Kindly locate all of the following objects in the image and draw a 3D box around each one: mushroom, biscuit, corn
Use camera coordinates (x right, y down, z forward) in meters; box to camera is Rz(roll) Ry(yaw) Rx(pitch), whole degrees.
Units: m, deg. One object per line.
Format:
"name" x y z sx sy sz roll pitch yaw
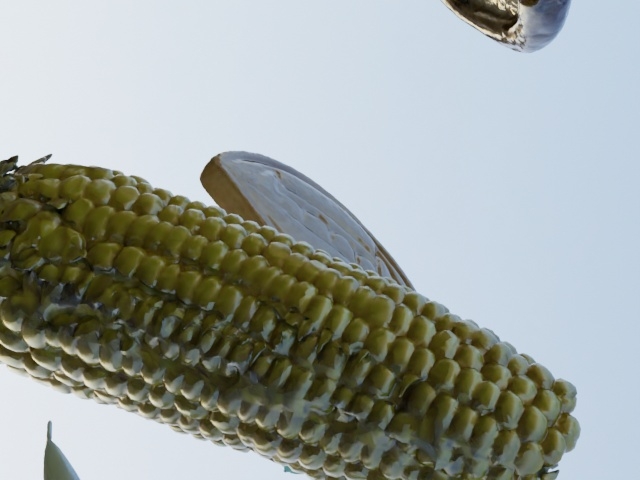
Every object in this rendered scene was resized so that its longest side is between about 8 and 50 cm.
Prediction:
"mushroom" 0.095 -0.156 0.958 0.052 0.123 0.123 -35 -156 -19
"biscuit" 0.000 0.000 1.366 0.029 0.221 0.142 -45 -162 21
"corn" -0.034 0.045 0.838 0.115 0.318 0.115 19 90 -83

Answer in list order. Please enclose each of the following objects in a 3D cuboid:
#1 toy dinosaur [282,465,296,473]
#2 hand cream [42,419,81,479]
"toy dinosaur" 0.012 0.132 1.361 0.096 0.132 0.059 -88 -167 -50
"hand cream" -0.082 0.250 0.910 0.124 0.078 0.340 98 -29 -46
